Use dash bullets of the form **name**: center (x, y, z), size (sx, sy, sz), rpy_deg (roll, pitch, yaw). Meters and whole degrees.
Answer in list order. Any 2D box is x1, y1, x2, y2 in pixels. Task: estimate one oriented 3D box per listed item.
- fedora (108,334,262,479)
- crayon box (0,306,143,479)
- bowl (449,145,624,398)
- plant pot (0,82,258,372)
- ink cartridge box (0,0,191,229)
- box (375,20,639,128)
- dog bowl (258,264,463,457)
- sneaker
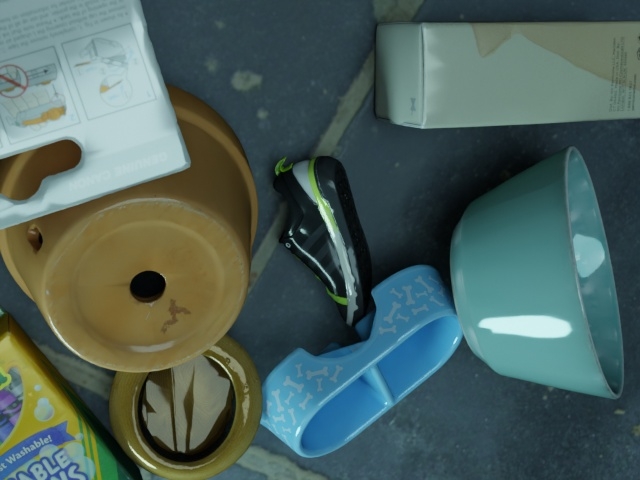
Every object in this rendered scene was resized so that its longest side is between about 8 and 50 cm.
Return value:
- **fedora**: center (-0.161, 0.189, 1.129), size (0.194, 0.079, 0.194), rpy_deg (-1, 99, -6)
- **crayon box**: center (-0.374, 0.233, 1.071), size (0.203, 0.083, 0.323), rpy_deg (-36, 111, -8)
- **bowl**: center (0.264, 0.049, 1.163), size (0.163, 0.311, 0.311), rpy_deg (-10, 110, 23)
- **plant pot**: center (-0.192, -0.001, 0.979), size (0.291, 0.203, 0.291), rpy_deg (-8, 119, -14)
- **ink cartridge box**: center (-0.321, -0.204, 0.850), size (0.308, 0.091, 0.385), rpy_deg (-19, 97, -8)
- **box**: center (0.234, -0.207, 1.147), size (0.311, 0.148, 0.121), rpy_deg (-5, 103, -20)
- **dog bowl**: center (0.058, 0.157, 1.167), size (0.297, 0.074, 0.166), rpy_deg (-37, 146, -7)
- **sneaker**: center (0.000, 0.000, 1.165), size (0.097, 0.084, 0.235), rpy_deg (-8, 112, 17)
